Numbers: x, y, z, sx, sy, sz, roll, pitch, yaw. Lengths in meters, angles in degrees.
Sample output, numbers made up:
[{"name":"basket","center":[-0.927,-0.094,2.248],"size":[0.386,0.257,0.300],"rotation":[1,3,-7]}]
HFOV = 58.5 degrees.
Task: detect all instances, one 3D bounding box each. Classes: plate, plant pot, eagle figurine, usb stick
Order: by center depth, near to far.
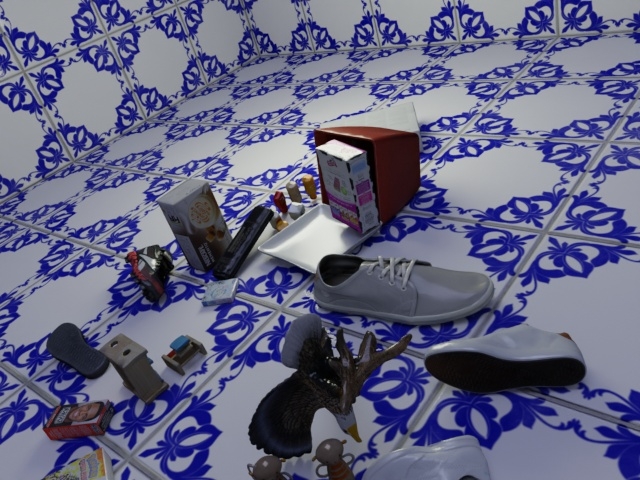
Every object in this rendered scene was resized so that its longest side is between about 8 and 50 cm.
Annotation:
[{"name":"eagle figurine","center":[0.000,0.268,1.023],"size":[0.227,0.298,0.225],"rotation":[8,66,-25]},{"name":"plate","center":[0.000,0.000,1.675],"size":[0.277,0.045,0.278],"rotation":[-36,36,-29]},{"name":"usb stick","center":[-0.231,0.004,1.729],"size":[0.077,0.045,0.278],"rotation":[13,57,28]},{"name":"plant pot","center":[0.165,-0.229,1.769],"size":[0.236,0.267,0.267],"rotation":[-25,30,-33]}]

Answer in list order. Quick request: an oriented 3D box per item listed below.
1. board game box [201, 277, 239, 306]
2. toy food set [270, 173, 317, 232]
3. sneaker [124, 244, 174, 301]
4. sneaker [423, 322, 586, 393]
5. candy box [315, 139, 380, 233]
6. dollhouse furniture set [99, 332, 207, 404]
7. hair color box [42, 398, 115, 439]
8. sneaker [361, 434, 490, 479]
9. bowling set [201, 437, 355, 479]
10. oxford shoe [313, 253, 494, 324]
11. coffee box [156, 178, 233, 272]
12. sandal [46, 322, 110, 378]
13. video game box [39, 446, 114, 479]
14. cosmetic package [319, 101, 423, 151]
[{"name":"board game box","center":[-0.282,0.146,1.615],"size":[0.090,0.020,0.090],"rotation":[-10,32,14]},{"name":"toy food set","center":[-0.093,-0.100,1.864],"size":[0.111,0.104,0.232],"rotation":[10,60,20]},{"name":"sneaker","center":[-0.510,0.087,1.748],"size":[0.135,0.097,0.276],"rotation":[-29,31,-13]},{"name":"sneaker","center":[0.349,0.222,1.111],"size":[0.290,0.105,0.123],"rotation":[0,28,11]},{"name":"candy box","center":[0.079,-0.153,1.612],"size":[0.071,0.233,0.159],"rotation":[-29,35,-21]},{"name":"dollhouse furniture set","center":[-0.402,0.268,1.379],"size":[0.129,0.129,0.184],"rotation":[16,46,43]},{"name":"hair color box","center":[-0.554,0.412,1.314],"size":[0.141,0.043,0.072],"rotation":[-10,31,11]},{"name":"sneaker","center":[0.175,0.395,0.947],"size":[0.212,0.080,0.094],"rotation":[-17,43,0]},{"name":"bowling set","center":[-0.055,0.446,0.900],"size":[0.287,0.154,0.200],"rotation":[-23,31,-8]},{"name":"oxford shoe","center":[0.176,0.101,1.353],"size":[0.450,0.130,0.169],"rotation":[2,35,27]},{"name":"coffee box","center":[-0.373,-0.046,1.744],"size":[0.098,0.246,0.141],"rotation":[14,43,43]},{"name":"sandal","center":[-0.655,0.305,1.538],"size":[0.255,0.054,0.097],"rotation":[27,59,37]},{"name":"video game box","center":[-0.489,0.525,1.102],"size":[0.187,0.048,0.205],"rotation":[-25,32,-15]},{"name":"cosmetic package","center":[0.181,-0.387,2.143],"size":[0.378,0.097,0.284],"rotation":[-11,30,11]}]
